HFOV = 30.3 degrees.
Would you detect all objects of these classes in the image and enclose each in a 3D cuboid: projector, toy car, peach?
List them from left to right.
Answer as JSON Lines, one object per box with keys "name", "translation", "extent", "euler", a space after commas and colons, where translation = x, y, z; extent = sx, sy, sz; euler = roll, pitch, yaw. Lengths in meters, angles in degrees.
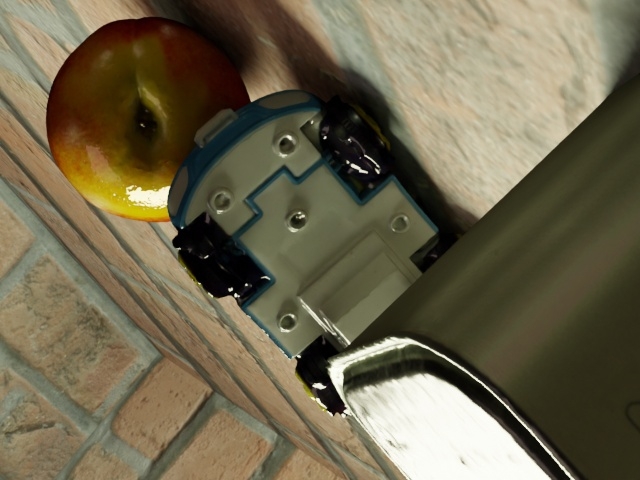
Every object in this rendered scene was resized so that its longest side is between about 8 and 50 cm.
{"name": "peach", "translation": [-0.152, -0.108, 1.072], "extent": [0.190, 0.190, 0.192], "euler": [42, 176, -8]}
{"name": "toy car", "translation": [0.000, 0.000, 1.029], "extent": [0.314, 0.198, 0.166], "euler": [47, -179, -27]}
{"name": "projector", "translation": [0.183, 0.068, 0.603], "extent": [0.248, 0.249, 0.248], "euler": [48, 164, 0]}
